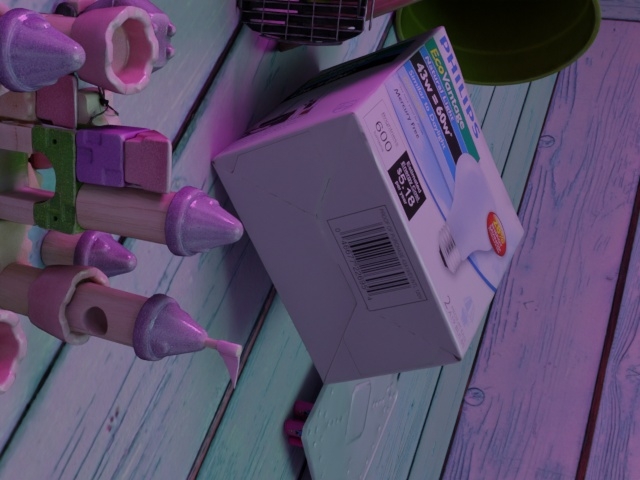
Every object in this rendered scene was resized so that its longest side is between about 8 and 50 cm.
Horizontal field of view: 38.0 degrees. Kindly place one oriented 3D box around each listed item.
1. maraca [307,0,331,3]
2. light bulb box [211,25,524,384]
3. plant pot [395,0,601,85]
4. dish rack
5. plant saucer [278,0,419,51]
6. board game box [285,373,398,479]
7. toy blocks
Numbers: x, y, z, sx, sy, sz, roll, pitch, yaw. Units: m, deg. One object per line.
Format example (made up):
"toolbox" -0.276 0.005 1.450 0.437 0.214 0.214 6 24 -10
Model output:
"maraca" 0.046 -0.403 1.368 0.185 0.099 0.127 -40 150 -29
"light bulb box" 0.088 -0.056 1.294 0.358 0.225 0.361 65 34 -18
"plant pot" 0.337 -0.547 1.769 0.366 0.366 0.353 61 31 -59
"dish rack" 0.001 -0.372 1.120 0.074 0.208 0.272 -6 106 -56
"plant saucer" 0.068 -0.318 1.246 0.278 0.278 0.041 -40 113 -59
"board game box" 0.052 0.321 1.776 0.390 0.050 0.390 80 29 -43
"toy blocks" -0.166 -0.049 0.741 0.309 0.260 0.289 -29 126 -64
